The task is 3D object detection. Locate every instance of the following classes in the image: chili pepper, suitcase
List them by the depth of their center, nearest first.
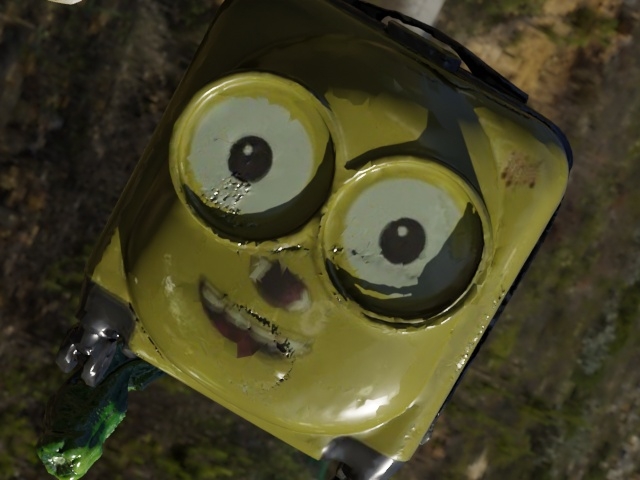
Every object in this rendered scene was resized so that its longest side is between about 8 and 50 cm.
[{"bbox_3d":[0.000,0.000,0.586,0.235,0.193,0.143,-61,174,10],"label":"suitcase"},{"bbox_3d":[-0.141,0.111,0.901,0.182,0.073,0.050,-32,145,-30],"label":"chili pepper"}]

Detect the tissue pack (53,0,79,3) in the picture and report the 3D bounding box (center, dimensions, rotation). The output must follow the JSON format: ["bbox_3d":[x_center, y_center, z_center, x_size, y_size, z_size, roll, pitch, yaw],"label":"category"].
[{"bbox_3d":[-0.188,-0.246,0.676,0.090,0.222,0.186,-32,-170,7],"label":"tissue pack"}]
